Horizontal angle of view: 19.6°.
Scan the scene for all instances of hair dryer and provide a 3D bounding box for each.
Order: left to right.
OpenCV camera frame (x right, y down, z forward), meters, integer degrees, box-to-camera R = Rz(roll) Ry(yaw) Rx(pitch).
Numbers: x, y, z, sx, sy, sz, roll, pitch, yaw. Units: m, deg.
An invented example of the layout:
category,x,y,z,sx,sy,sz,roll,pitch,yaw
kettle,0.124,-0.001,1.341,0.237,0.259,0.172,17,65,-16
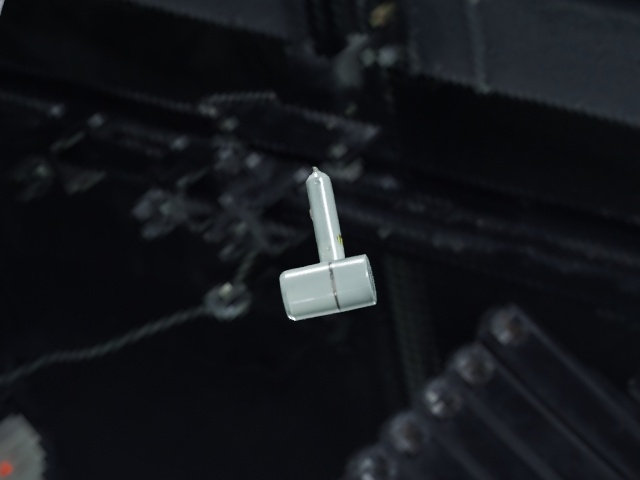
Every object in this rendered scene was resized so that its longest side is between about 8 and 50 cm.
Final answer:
category,x,y,z,sx,sy,sz,roll,pitch,yaw
hair dryer,0.000,0.000,1.698,0.047,0.082,0.137,55,25,-75

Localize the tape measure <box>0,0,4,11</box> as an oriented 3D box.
category,x,y,z,sx,sy,sz,roll,pitch,yaw
tape measure,-0.360,-0.227,1.600,0.120,0.236,0.197,-23,-51,24
